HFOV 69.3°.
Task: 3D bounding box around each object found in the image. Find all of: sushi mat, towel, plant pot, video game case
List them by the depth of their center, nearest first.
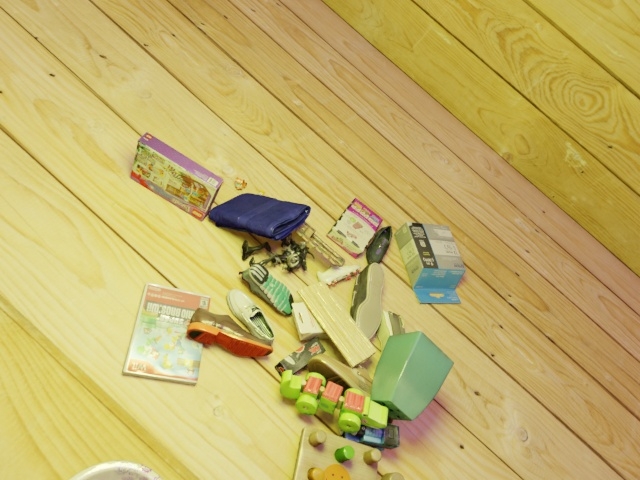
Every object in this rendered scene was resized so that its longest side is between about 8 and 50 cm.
[{"bbox_3d":[-0.446,0.271,1.373,0.204,0.025,0.285,16,51,-21],"label":"video game case"},{"bbox_3d":[0.273,0.437,1.465,0.165,0.166,0.234,44,57,-12],"label":"plant pot"},{"bbox_3d":[0.058,0.275,1.563,0.316,0.019,0.151,52,33,17],"label":"sushi mat"},{"bbox_3d":[-0.215,-0.085,1.643,0.308,0.076,0.228,16,32,32],"label":"towel"}]

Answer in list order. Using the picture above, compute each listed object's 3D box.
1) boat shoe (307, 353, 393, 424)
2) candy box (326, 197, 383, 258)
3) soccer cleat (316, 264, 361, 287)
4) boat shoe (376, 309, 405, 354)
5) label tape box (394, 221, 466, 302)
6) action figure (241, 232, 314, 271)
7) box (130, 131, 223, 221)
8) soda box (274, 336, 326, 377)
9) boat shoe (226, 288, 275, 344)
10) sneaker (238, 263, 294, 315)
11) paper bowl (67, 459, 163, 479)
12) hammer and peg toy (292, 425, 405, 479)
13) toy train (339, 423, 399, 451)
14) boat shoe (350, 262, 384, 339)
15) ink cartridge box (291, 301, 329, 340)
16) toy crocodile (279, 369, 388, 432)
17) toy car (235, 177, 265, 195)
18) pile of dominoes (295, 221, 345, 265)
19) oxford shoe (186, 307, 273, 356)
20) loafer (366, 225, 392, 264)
[{"bbox_3d":[0.104,0.467,1.506,0.341,0.122,0.110,42,41,-12],"label":"boat shoe"},{"bbox_3d":[0.146,-0.054,1.936,0.159,0.071,0.233,39,46,-1],"label":"candy box"},{"bbox_3d":[0.073,0.119,1.772,0.196,0.068,0.076,-19,66,-36],"label":"soccer cleat"},{"bbox_3d":[0.269,0.391,1.659,0.091,0.109,0.304,11,49,-18],"label":"boat shoe"},{"bbox_3d":[0.492,0.095,2.009,0.249,0.115,0.347,4,54,-29],"label":"label tape box"},{"bbox_3d":[-0.131,0.041,1.655,0.276,0.141,0.164,-9,61,-32],"label":"action figure"},{"bbox_3d":[-0.493,-0.210,1.576,0.293,0.201,0.057,32,48,-7],"label":"box"},{"bbox_3d":[-0.064,0.383,1.502,0.169,0.053,0.060,-25,73,-41],"label":"soda box"},{"bbox_3d":[-0.216,0.239,1.499,0.226,0.076,0.083,50,47,9],"label":"boat shoe"},{"bbox_3d":[-0.181,0.170,1.580,0.223,0.098,0.083,53,47,-21],"label":"sneaker"},{"bbox_3d":[-0.467,0.641,1.004,0.285,0.148,0.284,16,51,-20],"label":"paper bowl"},{"bbox_3d":[0.089,0.707,1.304,0.362,0.127,0.265,25,48,-13],"label":"hammer and peg toy"},{"bbox_3d":[0.153,0.601,1.437,0.184,0.105,0.080,20,49,-18],"label":"toy train"},{"bbox_3d":[0.167,0.236,1.738,0.112,0.096,0.335,34,50,-21],"label":"boat shoe"},{"bbox_3d":[-0.022,0.272,1.576,0.198,0.067,0.115,6,54,-42],"label":"ink cartridge box"},{"bbox_3d":[0.040,0.474,1.384,0.341,0.105,0.115,20,38,6],"label":"toy crocodile"},{"bbox_3d":[-0.278,-0.202,1.802,0.122,0.060,0.040,25,80,-5],"label":"toy car"},{"bbox_3d":[0.000,0.000,1.756,0.251,0.040,0.196,40,10,1],"label":"pile of dominoes"},{"bbox_3d":[-0.263,0.278,1.410,0.272,0.097,0.098,26,43,-21],"label":"oxford shoe"},{"bbox_3d":[0.250,0.018,1.941,0.076,0.078,0.223,34,47,-5],"label":"loafer"}]
